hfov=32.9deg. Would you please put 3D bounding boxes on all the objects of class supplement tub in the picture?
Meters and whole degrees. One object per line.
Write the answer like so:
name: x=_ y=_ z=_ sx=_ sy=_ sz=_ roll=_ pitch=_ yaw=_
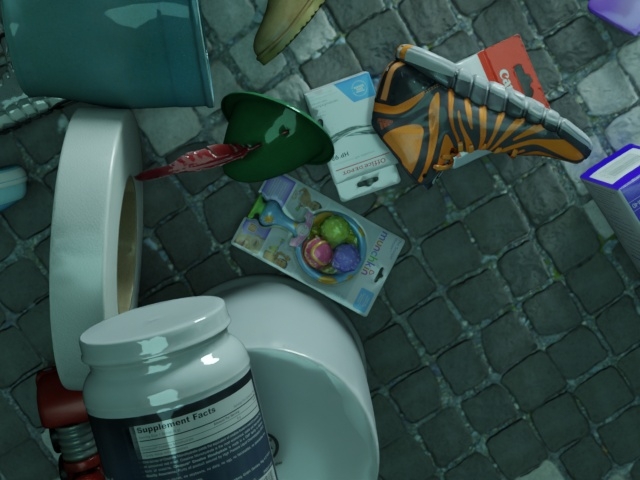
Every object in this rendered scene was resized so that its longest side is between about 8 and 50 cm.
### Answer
supplement tub: x=-0.158 y=0.217 z=1.229 sx=0.191 sy=0.191 sz=0.272 roll=-13 pitch=100 yaw=0

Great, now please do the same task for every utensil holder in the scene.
utensil holder: x=-0.083 y=0.240 z=1.528 sx=0.327 sy=0.385 sz=0.328 roll=0 pitch=99 yaw=-2

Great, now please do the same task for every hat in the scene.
hat: x=-0.109 y=-0.093 z=1.547 sx=0.208 sy=0.173 sz=0.184 roll=17 pitch=67 yaw=22

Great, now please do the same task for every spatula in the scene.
spatula: x=0.367 y=-0.408 z=1.612 sx=0.296 sy=0.030 sz=0.084 roll=28 pitch=97 yaw=-7

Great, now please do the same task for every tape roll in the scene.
tape roll: x=-0.298 y=0.014 z=1.478 sx=0.072 sy=0.392 sz=0.392 roll=2 pitch=100 yaw=-3

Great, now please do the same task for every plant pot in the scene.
plant pot: x=-0.288 y=-0.298 z=1.473 sx=0.255 sy=0.271 sz=0.272 roll=-9 pitch=100 yaw=-4

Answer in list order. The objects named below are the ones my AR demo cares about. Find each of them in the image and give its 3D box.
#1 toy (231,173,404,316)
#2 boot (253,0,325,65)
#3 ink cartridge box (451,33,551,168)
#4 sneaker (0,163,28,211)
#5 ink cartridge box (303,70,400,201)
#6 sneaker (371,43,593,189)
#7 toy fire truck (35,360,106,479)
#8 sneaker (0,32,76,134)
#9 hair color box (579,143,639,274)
toy: x=0.000 y=0.000 z=1.642 sx=0.237 sy=0.056 sz=0.137 roll=28 pitch=81 yaw=-2
boot: x=-0.105 y=-0.422 z=1.566 sx=0.269 sy=0.089 sz=0.236 roll=39 pitch=86 yaw=-8
ink cartridge box: x=0.249 y=-0.209 z=1.636 sx=0.179 sy=0.045 sz=0.145 roll=-25 pitch=101 yaw=4
sneaker: x=-0.540 y=0.027 z=1.605 sx=0.319 sy=0.127 sz=0.208 roll=-23 pitch=98 yaw=11
ink cartridge box: x=0.051 y=-0.152 z=1.628 sx=0.104 sy=0.060 sz=0.180 roll=-20 pitch=100 yaw=1
sneaker: x=0.222 y=-0.143 z=1.577 sx=0.321 sy=0.124 sz=0.180 roll=24 pitch=97 yaw=-1
toy fire truck: x=-0.376 y=0.304 z=1.596 sx=0.158 sy=0.246 sz=0.217 roll=-11 pitch=100 yaw=-1
sneaker: x=-0.463 y=-0.231 z=1.588 sx=0.228 sy=0.086 sz=0.132 roll=-24 pitch=95 yaw=-8
hair color box: x=0.539 y=0.025 z=1.618 sx=0.110 sy=0.185 sz=0.339 roll=-32 pitch=100 yaw=2
